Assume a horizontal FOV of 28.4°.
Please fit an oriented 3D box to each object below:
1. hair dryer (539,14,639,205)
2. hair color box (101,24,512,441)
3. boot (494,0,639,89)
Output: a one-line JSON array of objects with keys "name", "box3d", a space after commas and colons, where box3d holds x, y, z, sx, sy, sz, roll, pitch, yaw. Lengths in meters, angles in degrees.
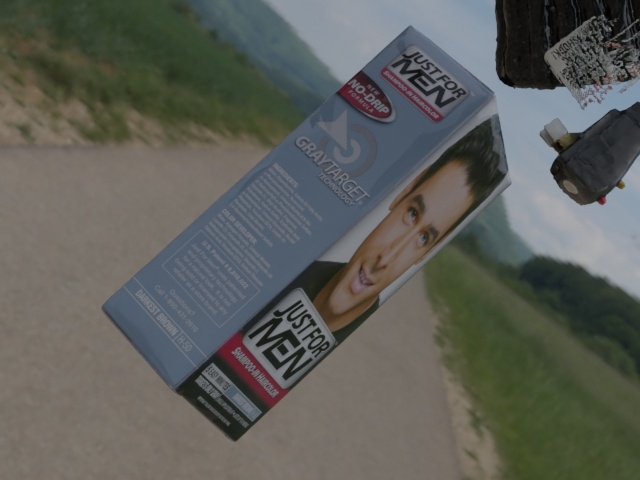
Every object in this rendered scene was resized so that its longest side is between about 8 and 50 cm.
[{"name": "hair dryer", "box3d": [0.193, -0.171, 0.616, 0.223, 0.293, 0.080, 56, 1, -15]}, {"name": "hair color box", "box3d": [0.000, 0.000, 1.164, 0.113, 0.374, 0.185, 44, -7, 25]}, {"name": "boot", "box3d": [0.102, -0.222, 0.812, 0.131, 0.348, 0.260, -86, 172, -64]}]
